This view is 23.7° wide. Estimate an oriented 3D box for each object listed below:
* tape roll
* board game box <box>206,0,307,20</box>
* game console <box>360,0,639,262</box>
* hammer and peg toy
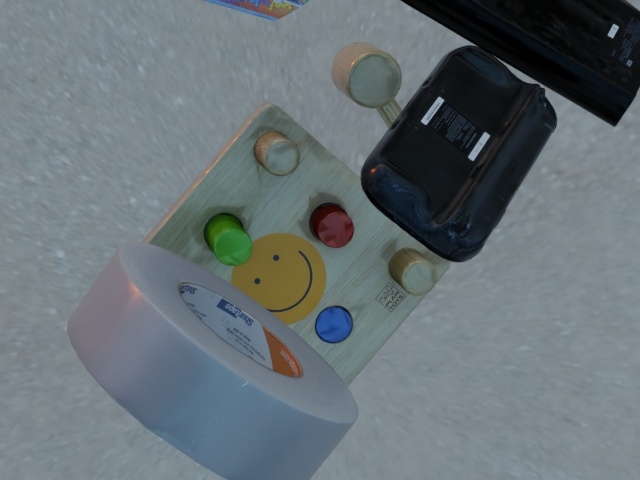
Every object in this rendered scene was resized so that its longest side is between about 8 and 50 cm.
[{"bbox_3d":[-0.079,0.094,1.139,0.219,0.219,0.072,37,100,2],"label":"tape roll"},{"bbox_3d":[-0.041,-0.186,0.831,0.168,0.033,0.133,12,116,-31],"label":"board game box"},{"bbox_3d":[0.129,-0.125,1.187,0.213,0.044,0.361,32,47,5],"label":"game console"},{"bbox_3d":[0.000,0.000,1.488,0.266,0.127,0.361,41,91,-18],"label":"hammer and peg toy"}]
